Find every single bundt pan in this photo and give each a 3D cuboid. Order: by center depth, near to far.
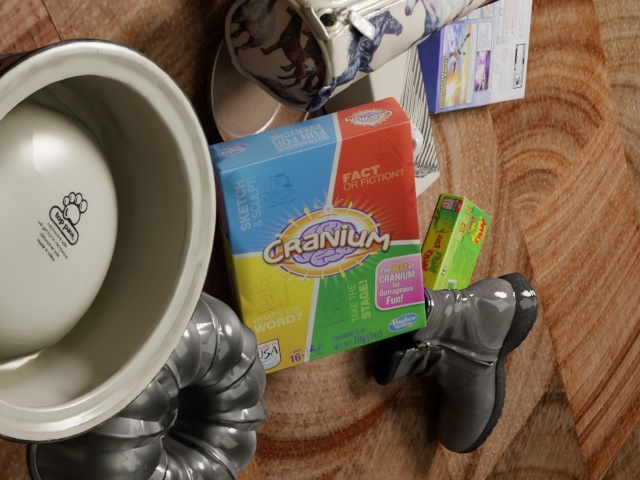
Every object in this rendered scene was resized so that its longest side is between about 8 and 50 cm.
[{"bbox_3d":[-0.180,0.204,1.846,0.331,0.124,0.330,-22,118,-49],"label":"bundt pan"}]

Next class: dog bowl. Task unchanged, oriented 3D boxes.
[{"bbox_3d":[-0.294,-0.008,1.603,0.408,0.150,0.408,-20,116,-49],"label":"dog bowl"}]

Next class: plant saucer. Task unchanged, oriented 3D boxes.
[{"bbox_3d":[-0.079,-0.197,1.925,0.199,0.036,0.198,-23,119,-48],"label":"plant saucer"}]

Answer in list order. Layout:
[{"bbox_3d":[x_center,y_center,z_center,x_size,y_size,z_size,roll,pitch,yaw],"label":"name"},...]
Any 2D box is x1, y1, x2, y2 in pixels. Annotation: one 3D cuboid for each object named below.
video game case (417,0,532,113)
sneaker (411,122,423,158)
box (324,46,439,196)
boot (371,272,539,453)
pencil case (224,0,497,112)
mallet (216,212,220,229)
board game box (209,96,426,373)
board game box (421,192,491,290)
[{"bbox_3d":[0.217,-0.327,2.255,0.244,0.061,0.269,-15,112,-52],"label":"video game case"},{"bbox_3d":[0.031,-0.088,1.987,0.212,0.094,0.080,-30,99,4],"label":"sneaker"},{"bbox_3d":[0.073,-0.182,2.082,0.113,0.094,0.275,-42,132,-36],"label":"box"},{"bbox_3d":[0.167,0.186,2.321,0.223,0.118,0.338,-7,127,-29],"label":"boot"},{"bbox_3d":[0.090,-0.300,1.882,0.410,0.183,0.160,-33,110,-32],"label":"pencil case"},{"bbox_3d":[-0.151,-0.049,1.880,0.190,0.039,0.062,17,91,-58],"label":"mallet"},{"bbox_3d":[0.000,0.000,1.937,0.242,0.064,0.316,-16,127,-12],"label":"board game box"},{"bbox_3d":[0.190,0.031,2.349,0.092,0.043,0.181,30,77,-54],"label":"board game box"}]
